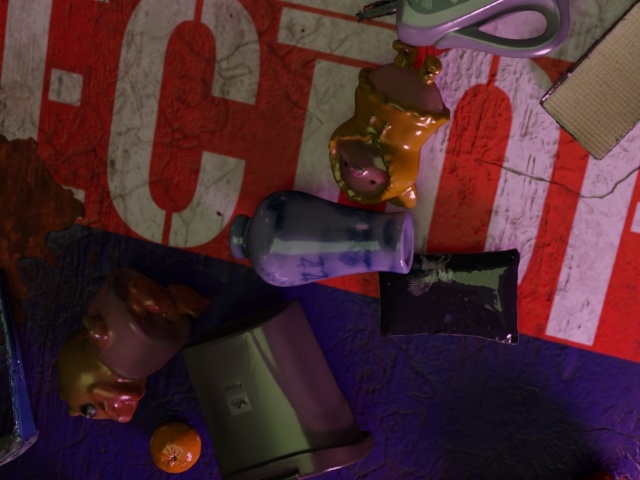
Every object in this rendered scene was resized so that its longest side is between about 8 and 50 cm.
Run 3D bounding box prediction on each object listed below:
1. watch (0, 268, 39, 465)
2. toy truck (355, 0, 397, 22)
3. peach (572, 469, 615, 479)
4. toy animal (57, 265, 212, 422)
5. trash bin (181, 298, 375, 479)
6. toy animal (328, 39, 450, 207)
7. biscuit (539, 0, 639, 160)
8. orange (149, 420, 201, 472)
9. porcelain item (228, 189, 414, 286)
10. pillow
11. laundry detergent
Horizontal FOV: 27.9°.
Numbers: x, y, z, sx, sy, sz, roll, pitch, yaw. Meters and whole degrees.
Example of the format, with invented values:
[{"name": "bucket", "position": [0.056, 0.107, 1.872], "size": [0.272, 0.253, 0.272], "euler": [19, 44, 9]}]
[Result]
[{"name": "watch", "position": [-0.542, 0.223, 2.087], "size": [0.276, 0.068, 0.274], "euler": [-31, 92, 20]}, {"name": "toy truck", "position": [0.089, -0.322, 1.785], "size": [0.083, 0.032, 0.024], "euler": [-13, 107, 18]}, {"name": "peach", "position": [0.390, 0.472, 1.887], "size": [0.154, 0.159, 0.267], "euler": [28, 109, -2]}, {"name": "toy animal", "position": [-0.309, 0.166, 1.960], "size": [0.169, 0.195, 0.281], "euler": [46, 112, 40]}, {"name": "trash bin", "position": [-0.072, 0.235, 1.901], "size": [0.220, 0.219, 0.250], "euler": [-20, 94, 16]}, {"name": "toy animal", "position": [0.097, -0.161, 1.781], "size": [0.156, 0.156, 0.229], "euler": [27, 121, 5]}, {"name": "biscuit", "position": [0.403, -0.217, 1.736], "size": [0.121, 0.040, 0.199], "euler": [43, 112, -4]}, {"name": "orange", "position": [-0.230, 0.325, 2.031], "size": [0.083, 0.070, 0.083], "euler": [3, 108, 8]}, {"name": "porcelain item", "position": [0.000, 0.000, 1.839], "size": [0.259, 0.141, 0.141], "euler": [4, 107, 15]}, {"name": "pillow", "position": [0.184, 0.078, 1.865], "size": [0.208, 0.055, 0.141], "euler": [2, 105, 16]}, {"name": "laundry detergent", "position": [0.246, -0.345, 1.685], "size": [0.281, 0.105, 0.214], "euler": [5, 84, 10]}]
